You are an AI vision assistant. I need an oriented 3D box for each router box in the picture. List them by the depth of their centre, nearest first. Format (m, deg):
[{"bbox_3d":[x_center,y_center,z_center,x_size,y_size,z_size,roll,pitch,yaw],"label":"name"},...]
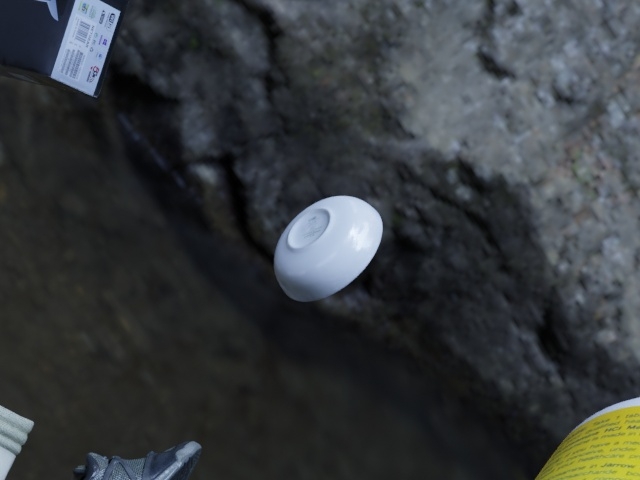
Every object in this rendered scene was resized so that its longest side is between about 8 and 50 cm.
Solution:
[{"bbox_3d":[-0.303,-0.326,1.549,0.081,0.243,0.309,22,85,-57],"label":"router box"}]

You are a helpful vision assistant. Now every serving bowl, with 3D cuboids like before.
[{"bbox_3d":[0.000,0.000,0.969,0.027,0.083,0.083,48,27,-32],"label":"serving bowl"}]

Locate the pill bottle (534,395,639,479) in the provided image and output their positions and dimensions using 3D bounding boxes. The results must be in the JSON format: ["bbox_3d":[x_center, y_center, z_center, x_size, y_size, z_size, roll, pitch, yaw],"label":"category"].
[{"bbox_3d":[0.181,0.201,0.782,0.188,0.188,0.334,56,39,-4],"label":"pill bottle"}]

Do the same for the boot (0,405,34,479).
[{"bbox_3d":[-0.359,0.188,1.220,0.213,0.077,0.165,28,76,-33],"label":"boot"}]

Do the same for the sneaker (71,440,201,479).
[{"bbox_3d":[-0.271,0.335,2.080,0.130,0.087,0.227,31,39,19],"label":"sneaker"}]
